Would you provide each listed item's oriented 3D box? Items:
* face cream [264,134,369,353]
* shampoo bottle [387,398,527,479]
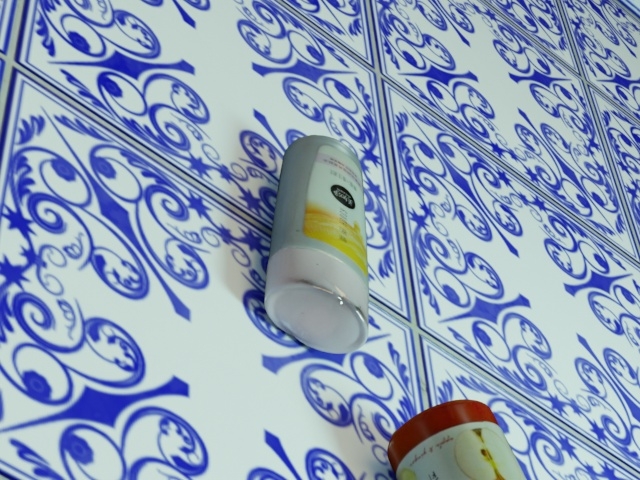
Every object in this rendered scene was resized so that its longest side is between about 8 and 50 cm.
[{"bbox_3d":[0.000,0.000,1.669,0.107,0.073,0.269,29,31,-16],"label":"face cream"},{"bbox_3d":[0.153,0.274,1.464,0.104,0.104,0.278,18,37,-45],"label":"shampoo bottle"}]
